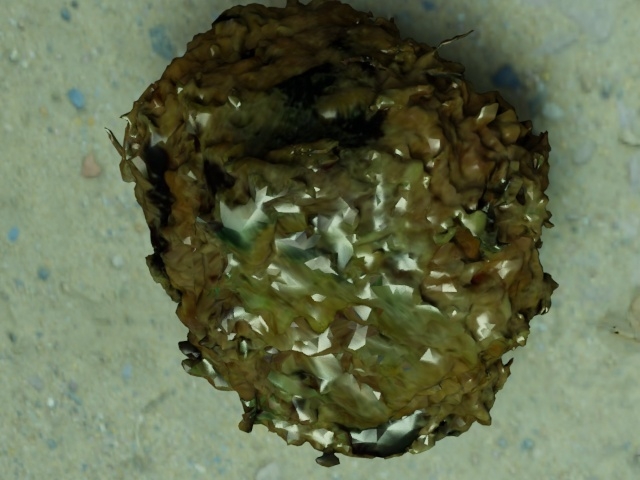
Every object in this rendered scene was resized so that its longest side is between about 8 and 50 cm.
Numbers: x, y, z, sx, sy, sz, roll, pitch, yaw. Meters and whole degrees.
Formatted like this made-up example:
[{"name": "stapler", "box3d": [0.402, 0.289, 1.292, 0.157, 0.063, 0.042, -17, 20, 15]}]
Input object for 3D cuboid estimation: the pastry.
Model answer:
[{"name": "pastry", "box3d": [0.000, 0.000, 0.755, 0.275, 0.193, 0.275, 6, 108, 19]}]
